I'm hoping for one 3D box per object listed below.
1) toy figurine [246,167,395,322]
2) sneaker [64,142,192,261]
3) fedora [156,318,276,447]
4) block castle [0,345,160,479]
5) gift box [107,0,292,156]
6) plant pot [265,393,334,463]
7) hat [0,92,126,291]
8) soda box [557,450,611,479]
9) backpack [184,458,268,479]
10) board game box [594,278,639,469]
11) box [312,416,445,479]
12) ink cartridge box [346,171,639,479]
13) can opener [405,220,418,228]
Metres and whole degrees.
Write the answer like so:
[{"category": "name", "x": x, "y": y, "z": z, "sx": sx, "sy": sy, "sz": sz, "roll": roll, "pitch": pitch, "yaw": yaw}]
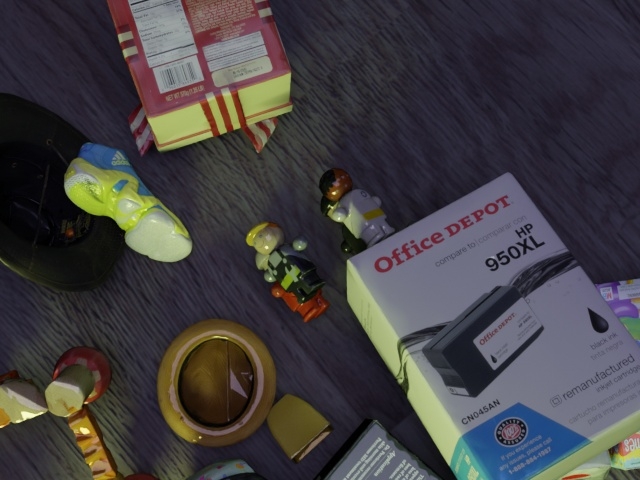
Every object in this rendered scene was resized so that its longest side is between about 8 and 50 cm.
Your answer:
[{"category": "toy figurine", "x": 0.000, "y": 0.000, "z": 1.759, "sx": 0.213, "sy": 0.209, "sz": 0.148, "roll": -38, "pitch": 75, "yaw": -4}, {"category": "sneaker", "x": -0.284, "y": -0.070, "z": 1.796, "sx": 0.091, "sy": 0.240, "sz": 0.126, "roll": -28, "pitch": 41, "yaw": 26}, {"category": "fedora", "x": -0.158, "y": 0.216, "z": 1.789, "sx": 0.194, "sy": 0.079, "sz": 0.194, "roll": 0, "pitch": 89, "yaw": -2}, {"category": "block castle", "x": -0.481, "y": 0.365, "z": 1.697, "sx": 0.453, "sy": 0.213, "sz": 0.303, "roll": -23, "pitch": 96, "yaw": 1}, {"category": "gift box", "x": -0.184, "y": -0.263, "z": 1.758, "sx": 0.255, "sy": 0.258, "sz": 0.276, "roll": -14, "pitch": 85, "yaw": -4}, {"category": "plant pot", "x": -0.039, "y": 0.282, "z": 1.788, "sx": 0.081, "sy": 0.081, "sz": 0.083, "roll": -42, "pitch": 76, "yaw": -7}, {"category": "hat", "x": -0.451, "y": -0.055, "z": 1.756, "sx": 0.134, "sy": 0.331, "sz": 0.331, "roll": -23, "pitch": 83, "yaw": 35}, {"category": "soda box", "x": 0.360, "y": 0.218, "z": 1.762, "sx": 0.098, "sy": 0.091, "sz": 0.286, "roll": -7, "pitch": 66, "yaw": 3}, {"category": "backpack", "x": -0.142, "y": 0.386, "z": 1.719, "sx": 0.152, "sy": 0.182, "sz": 0.115, "roll": -19, "pitch": 87, "yaw": -16}, {"category": "board game box", "x": 0.488, "y": 0.200, "z": 1.787, "sx": 0.142, "sy": 0.144, "sz": 0.275, "roll": -8, "pitch": 82, "yaw": -3}, {"category": "box", "x": 0.081, "y": 0.490, "z": 1.715, "sx": 0.312, "sy": 0.179, "sz": 0.343, "roll": 41, "pitch": 83, "yaw": 4}, {"category": "ink cartridge box", "x": 0.252, "y": 0.144, "z": 1.658, "sx": 0.285, "sy": 0.166, "sz": 0.395, "roll": -28, "pitch": 67, "yaw": -11}, {"category": "can opener", "x": 0.183, "y": 0.105, "z": 1.810, "sx": 0.076, "sy": 0.095, "sz": 0.283, "roll": -6, "pitch": 83, "yaw": -4}]
